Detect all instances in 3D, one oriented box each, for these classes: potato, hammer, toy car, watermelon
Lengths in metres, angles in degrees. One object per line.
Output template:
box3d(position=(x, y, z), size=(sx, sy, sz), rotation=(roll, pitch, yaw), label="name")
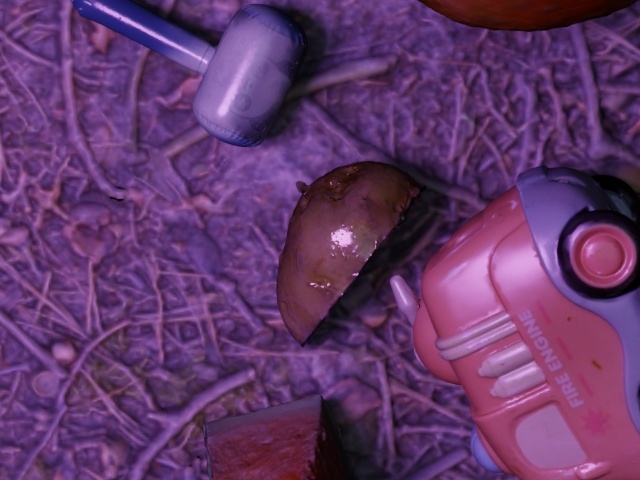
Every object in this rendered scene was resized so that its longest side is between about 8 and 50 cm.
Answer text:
box3d(position=(0.000, 0.000, 1.246), size=(0.089, 0.100, 0.172), rotation=(39, 99, 1), label="potato")
box3d(position=(-0.113, -0.162, 1.243), size=(0.194, 0.069, 0.116), rotation=(27, 98, 2), label="hammer")
box3d(position=(0.192, 0.084, 1.219), size=(0.212, 0.180, 0.270), rotation=(-30, 95, 15), label="toy car")
box3d(position=(-0.030, 0.261, 1.197), size=(0.140, 0.256, 0.193), rotation=(-13, 104, 3), label="watermelon")

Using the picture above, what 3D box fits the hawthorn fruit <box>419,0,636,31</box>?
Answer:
box3d(position=(0.159, -0.338, 1.059), size=(0.403, 0.403, 0.403), rotation=(0, 97, 1), label="hawthorn fruit")
